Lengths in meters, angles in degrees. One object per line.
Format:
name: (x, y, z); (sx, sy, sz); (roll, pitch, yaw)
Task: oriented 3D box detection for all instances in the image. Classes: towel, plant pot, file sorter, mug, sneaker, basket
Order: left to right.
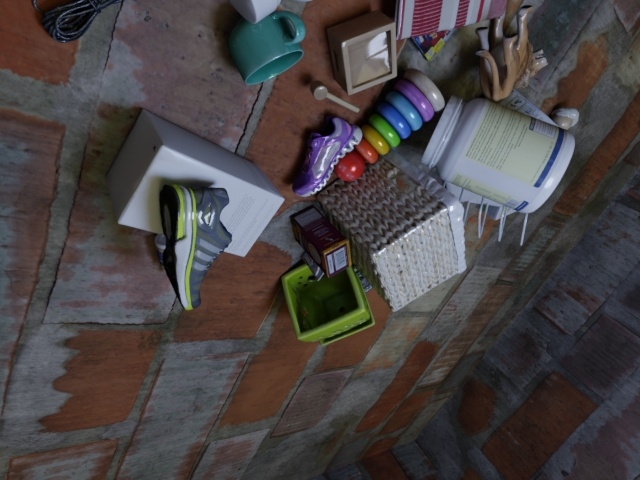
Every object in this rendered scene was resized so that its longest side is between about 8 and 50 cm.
sneaker: (-0.235, 0.021, 0.803); (0.122, 0.111, 0.299); (-13, 138, -31)
mug: (-0.100, -0.384, 0.791); (0.158, 0.129, 0.097); (-25, 100, 16)
sneaker: (-0.004, -0.222, 1.048); (0.236, 0.095, 0.105); (-52, 131, 4)
plant pot: (0.037, 0.196, 1.303); (0.227, 0.228, 0.207); (-25, 146, 11)
basket: (0.208, -0.031, 1.190); (0.267, 0.328, 0.331); (-34, 139, -6)
towel: (0.305, -0.596, 0.907); (0.329, 0.037, 0.236); (-22, 136, -19)
file sorter: (0.539, -0.112, 1.354); (0.172, 0.278, 0.192); (-68, 152, -20)

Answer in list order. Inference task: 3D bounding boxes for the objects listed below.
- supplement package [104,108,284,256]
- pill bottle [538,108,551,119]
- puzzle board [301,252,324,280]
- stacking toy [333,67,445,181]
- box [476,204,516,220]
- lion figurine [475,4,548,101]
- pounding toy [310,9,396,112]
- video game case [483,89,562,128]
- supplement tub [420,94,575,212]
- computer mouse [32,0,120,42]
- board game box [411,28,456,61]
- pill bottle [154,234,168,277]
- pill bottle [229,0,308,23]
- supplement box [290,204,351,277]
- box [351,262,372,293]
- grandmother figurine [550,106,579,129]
supplement package: (-0.263, -0.111, 0.875); (0.293, 0.175, 0.177); (21, 113, -46)
pill bottle: (0.635, -0.315, 1.397); (0.152, 0.152, 0.271); (23, 109, -46)
puzzle board: (-0.007, 0.048, 1.242); (0.011, 0.128, 0.096); (27, 107, -38)
stacking toy: (0.160, -0.290, 1.092); (0.330, 0.141, 0.141); (-42, 139, 10)
box: (0.742, -0.179, 1.633); (0.203, 0.103, 0.114); (-20, 135, -23)
lion figurine: (0.492, -0.470, 1.104); (0.392, 0.142, 0.240); (-46, 137, -32)
pounding toy: (0.063, -0.395, 0.949); (0.206, 0.094, 0.181); (-23, 142, -6)
video game case: (0.552, -0.319, 1.267); (0.270, 0.244, 0.061); (-40, 167, -2)
supplement tub: (0.461, -0.237, 1.106); (0.235, 0.325, 0.235); (-62, 171, -18)
computer mouse: (-0.401, -0.435, 0.571); (0.189, 0.072, 0.272); (-40, 139, -1)
board game box: (0.265, -0.569, 0.969); (0.194, 0.060, 0.194); (-50, 137, 10)
pill bottle: (-0.363, 0.039, 1.010); (0.067, 0.067, 0.120); (-18, 133, -25)
pill bottle: (0.002, -0.550, 0.657); (0.408, 0.229, 0.229); (-39, 139, -3)
supplement box: (0.000, 0.000, 1.159); (0.081, 0.188, 0.104); (-28, 138, -17)
box: (0.192, 0.091, 1.494); (0.191, 0.045, 0.184); (-39, 137, -2)
grandmother figurine: (0.810, -0.365, 1.528); (0.342, 0.104, 0.208); (-41, 161, 3)
